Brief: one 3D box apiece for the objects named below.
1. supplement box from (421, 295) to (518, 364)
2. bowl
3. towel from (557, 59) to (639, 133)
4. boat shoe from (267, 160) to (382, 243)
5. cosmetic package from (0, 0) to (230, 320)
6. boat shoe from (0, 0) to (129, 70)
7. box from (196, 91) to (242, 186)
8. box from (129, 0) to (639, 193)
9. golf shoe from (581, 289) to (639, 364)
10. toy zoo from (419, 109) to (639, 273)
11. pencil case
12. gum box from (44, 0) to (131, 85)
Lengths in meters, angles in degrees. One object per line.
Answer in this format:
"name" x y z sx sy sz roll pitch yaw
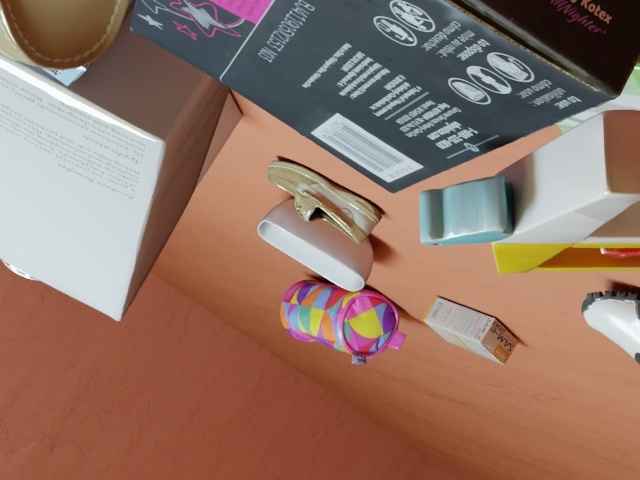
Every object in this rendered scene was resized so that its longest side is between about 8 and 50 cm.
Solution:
"supplement box" 0.178 0.107 1.429 0.098 0.036 0.062 20 164 46
"bowl" 0.000 0.000 1.397 0.142 0.053 0.142 32 169 -1
"towel" 0.183 -0.067 0.684 0.113 0.023 0.152 20 162 39
"boat shoe" -0.004 -0.040 1.243 0.135 0.045 0.050 27 168 23
"cosmetic package" -0.182 -0.094 0.873 0.197 0.155 0.365 29 157 -3
"boat shoe" -0.108 -0.173 0.507 0.098 0.109 0.302 48 148 24
"box" -0.164 -0.139 1.119 0.130 0.091 0.170 28 168 17
"box" 0.035 -0.129 0.480 0.163 0.142 0.247 32 170 -8
"golf shoe" 0.293 0.111 0.983 0.198 0.094 0.077 28 170 24
"toy zoo" 0.185 -0.013 0.468 0.293 0.030 0.192 0 171 -1
"pencil case" 0.026 0.113 1.724 0.104 0.104 0.236 36 170 -23
"gum box" -0.172 -0.203 0.663 0.184 0.157 0.041 36 158 -19
